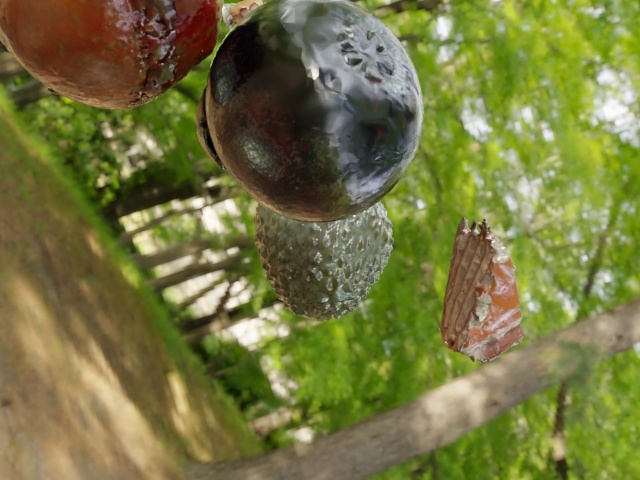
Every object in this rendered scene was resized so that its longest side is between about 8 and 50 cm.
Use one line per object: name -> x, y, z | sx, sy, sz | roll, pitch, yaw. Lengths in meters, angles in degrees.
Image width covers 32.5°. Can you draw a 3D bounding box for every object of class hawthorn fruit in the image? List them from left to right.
hawthorn fruit -> -0.266, -0.300, 1.349 | 0.316, 0.316, 0.316 | 162, -90, -90

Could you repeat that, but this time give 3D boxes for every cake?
cake -> 0.260, 0.086, 1.817 | 0.098, 0.135, 0.287 | -127, -159, -54

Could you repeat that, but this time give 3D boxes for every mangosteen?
mangosteen -> -0.019, -0.157, 1.410 | 0.300, 0.300, 0.300 | 162, -90, -90

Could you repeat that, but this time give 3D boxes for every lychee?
lychee -> 0.000, 0.000, 1.904 | 0.255, 0.255, 0.274 | -109, -147, -88

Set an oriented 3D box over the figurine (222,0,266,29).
figurine -> -0.113, -0.372, 2.072 | 0.111, 0.102, 0.195 | 48, 21, -77
